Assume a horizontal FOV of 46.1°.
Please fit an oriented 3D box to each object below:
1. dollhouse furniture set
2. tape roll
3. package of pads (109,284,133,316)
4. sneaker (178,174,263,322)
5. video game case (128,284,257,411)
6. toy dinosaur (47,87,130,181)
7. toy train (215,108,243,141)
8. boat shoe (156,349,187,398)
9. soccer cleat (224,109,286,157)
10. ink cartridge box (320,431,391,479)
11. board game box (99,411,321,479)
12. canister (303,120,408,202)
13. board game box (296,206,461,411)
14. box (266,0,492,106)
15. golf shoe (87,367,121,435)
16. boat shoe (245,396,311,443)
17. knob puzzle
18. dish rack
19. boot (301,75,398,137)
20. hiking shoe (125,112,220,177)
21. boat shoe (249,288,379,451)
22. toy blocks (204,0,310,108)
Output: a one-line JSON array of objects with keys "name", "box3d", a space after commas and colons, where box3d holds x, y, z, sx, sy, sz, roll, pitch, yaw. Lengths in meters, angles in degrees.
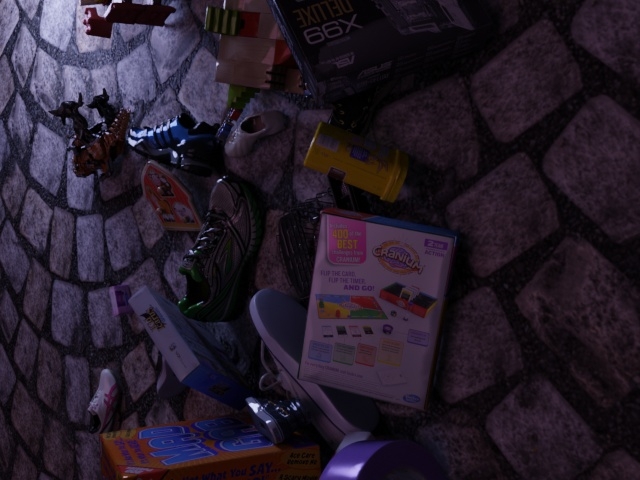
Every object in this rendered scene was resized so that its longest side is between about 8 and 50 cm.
[{"name": "dollhouse furniture set", "box3d": [-0.505, -0.629, 1.929, 0.374, 0.152, 0.201, -6, 89, 62]}, {"name": "tape roll", "box3d": [0.110, 0.476, 1.263, 0.090, 0.275, 0.274, -17, 80, 44]}, {"name": "package of pads", "box3d": [-0.542, 0.164, 2.046, 0.032, 0.050, 0.083, -20, 79, 43]}, {"name": "sneaker", "box3d": [-0.226, 0.025, 1.661, 0.134, 0.146, 0.343, 20, 105, 42]}, {"name": "video game case", "box3d": [-0.278, 0.241, 1.649, 0.061, 0.269, 0.244, -43, 57, -2]}, {"name": "toy dinosaur", "box3d": [-0.594, -0.284, 2.040, 0.322, 0.164, 0.218, -25, 89, 24]}, {"name": "toy train", "box3d": [-0.187, -0.284, 1.668, 0.158, 0.027, 0.036, -55, 28, 20]}, {"name": "boat shoe", "box3d": [-0.367, 0.302, 1.836, 0.228, 0.080, 0.076, 103, 149, -49]}, {"name": "soccer cleat", "box3d": [-0.157, -0.234, 1.626, 0.196, 0.076, 0.068, -23, 76, 43]}, {"name": "ink cartridge box", "box3d": [0.084, 0.437, 1.359, 0.063, 0.109, 0.150, -14, 118, 45]}, {"name": "board game box", "box3d": [-0.218, 0.559, 1.459, 0.356, 0.357, 0.356, 176, 91, -68]}, {"name": "canister", "box3d": [0.063, -0.141, 1.325, 0.170, 0.126, 0.073, 22, 116, -3]}, {"name": "board game box", "box3d": [0.100, 0.118, 1.330, 0.242, 0.064, 0.316, 12, 102, 15]}, {"name": "box", "box3d": [0.087, -0.381, 1.238, 0.076, 0.308, 0.242, 93, 156, -68]}, {"name": "golf shoe", "box3d": [-0.605, 0.452, 2.099, 0.068, 0.086, 0.185, 2, 92, 46]}, {"name": "boat shoe", "box3d": [-0.082, 0.334, 1.448, 0.183, 0.083, 0.065, 15, 125, 67]}, {"name": "knob puzzle", "box3d": [-0.374, -0.102, 1.814, 0.213, 0.030, 0.213, 27, 140, 26]}, {"name": "dish rack", "box3d": [0.000, 0.000, 1.487, 0.272, 0.074, 0.208, -26, 73, 42]}, {"name": "boot", "box3d": [0.024, -0.256, 1.375, 0.085, 0.179, 0.236, 55, 127, 28]}, {"name": "hiking shoe", "box3d": [-0.349, -0.243, 1.812, 0.304, 0.113, 0.132, 21, 92, 36]}, {"name": "boat shoe", "box3d": [-0.040, 0.272, 1.516, 0.367, 0.136, 0.156, 48, 127, 20]}, {"name": "toy blocks", "box3d": [-0.062, -0.437, 1.478, 0.261, 0.191, 0.381, 15, 103, 31]}]
